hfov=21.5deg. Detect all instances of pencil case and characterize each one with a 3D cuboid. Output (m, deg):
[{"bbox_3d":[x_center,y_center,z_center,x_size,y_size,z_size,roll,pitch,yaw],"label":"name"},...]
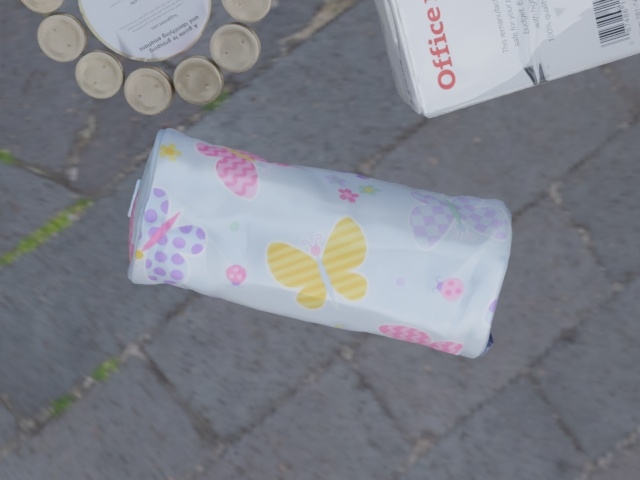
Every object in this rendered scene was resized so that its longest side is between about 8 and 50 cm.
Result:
[{"bbox_3d":[0.000,0.000,1.186,0.273,0.124,0.114,12,108,-6],"label":"pencil case"}]

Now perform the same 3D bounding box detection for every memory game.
[{"bbox_3d":[-0.123,-0.176,1.189,0.186,0.012,0.186,4,116,9],"label":"memory game"}]

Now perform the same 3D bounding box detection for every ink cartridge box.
[{"bbox_3d":[0.146,-0.198,1.215,0.219,0.092,0.160,-17,107,-6],"label":"ink cartridge box"}]
